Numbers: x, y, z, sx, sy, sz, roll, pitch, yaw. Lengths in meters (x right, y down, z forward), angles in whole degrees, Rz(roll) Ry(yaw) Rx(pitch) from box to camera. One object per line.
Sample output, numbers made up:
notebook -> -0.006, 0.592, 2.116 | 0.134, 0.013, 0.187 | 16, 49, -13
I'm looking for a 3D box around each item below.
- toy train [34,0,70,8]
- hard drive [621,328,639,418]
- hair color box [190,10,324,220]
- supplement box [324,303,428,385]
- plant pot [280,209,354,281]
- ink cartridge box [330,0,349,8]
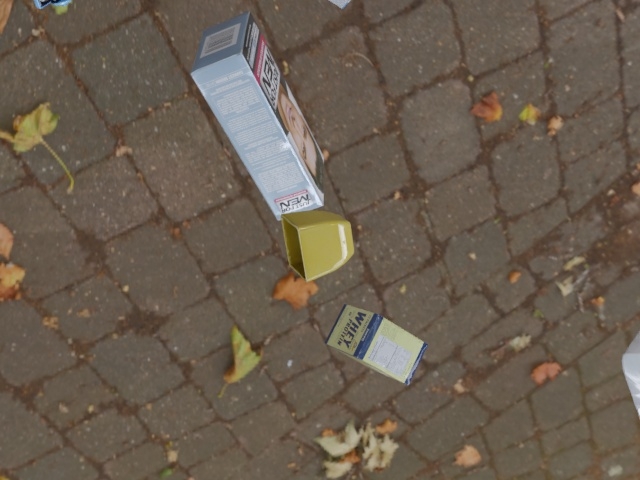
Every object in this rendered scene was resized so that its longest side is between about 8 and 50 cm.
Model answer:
toy train -> -0.498, -0.514, 1.407 | 0.105, 0.184, 0.080 | 15, 139, 27
hard drive -> 0.415, 0.138, 0.768 | 0.318, 0.040, 0.210 | -31, 102, -45
hair color box -> -0.114, -0.245, 1.475 | 0.113, 0.185, 0.374 | -17, 129, 15
supplement box -> 0.067, 0.125, 0.880 | 0.083, 0.083, 0.056 | 33, 79, -26
plant pot -> 0.000, 0.000, 1.024 | 0.083, 0.081, 0.081 | -15, 110, -15
ink cartridge box -> 0.067, -0.593, 1.619 | 0.052, 0.088, 0.122 | 29, 82, -13
